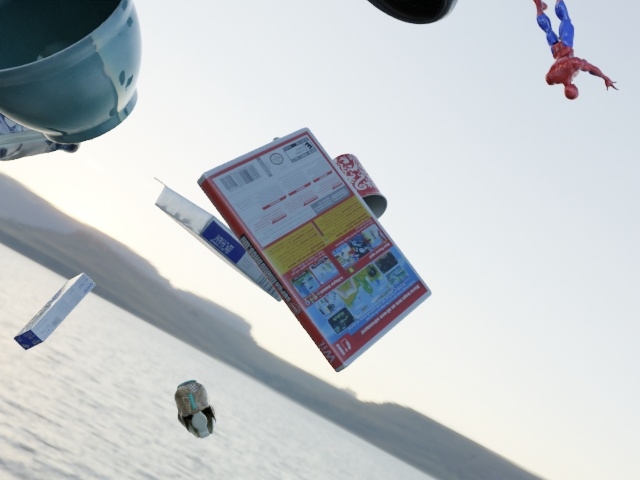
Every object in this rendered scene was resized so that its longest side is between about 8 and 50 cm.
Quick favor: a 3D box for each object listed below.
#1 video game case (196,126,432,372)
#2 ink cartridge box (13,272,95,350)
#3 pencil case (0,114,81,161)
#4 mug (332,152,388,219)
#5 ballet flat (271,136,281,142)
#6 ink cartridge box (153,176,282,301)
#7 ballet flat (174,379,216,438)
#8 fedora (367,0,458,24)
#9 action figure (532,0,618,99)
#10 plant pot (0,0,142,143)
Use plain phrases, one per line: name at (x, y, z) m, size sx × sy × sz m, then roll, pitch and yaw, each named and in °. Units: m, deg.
video game case at (0.000, 0.000, 0.977) m, size 0.285 × 0.204 × 0.025 m, roll 53°, pitch -45°, yaw 5°
ink cartridge box at (-0.642, 0.171, 1.873) m, size 0.097 × 0.207 × 0.046 m, roll -24°, pitch -67°, yaw 41°
pencil case at (-0.678, -0.216, 1.558) m, size 0.184 × 0.159 × 0.410 m, roll 10°, pitch 23°, yaw 38°
mug at (0.071, -0.134, 1.952) m, size 0.150 × 0.113 × 0.169 m, roll 0°, pitch 46°, yaw -29°
ballet flat at (-0.067, -0.135, 1.438) m, size 0.070 × 0.070 × 0.188 m, roll 23°, pitch -9°, yaw 29°
ink cartridge box at (-0.263, -0.003, 1.952) m, size 0.330 × 0.071 × 0.324 m, roll 28°, pitch -11°, yaw 48°
ballet flat at (-0.222, 0.319, 1.390) m, size 0.206 × 0.073 × 0.067 m, roll 84°, pitch -15°, yaw -59°
fedora at (0.196, -0.612, 1.718) m, size 0.275 × 0.124 × 0.244 m, roll 32°, pitch -26°, yaw -13°
action figure at (0.505, -0.375, 1.549) m, size 0.139 × 0.280 × 0.091 m, roll 26°, pitch -38°, yaw -30°
plant pot at (-0.405, -0.278, 1.222) m, size 0.293 × 0.293 × 0.196 m, roll 22°, pitch -32°, yaw 31°
